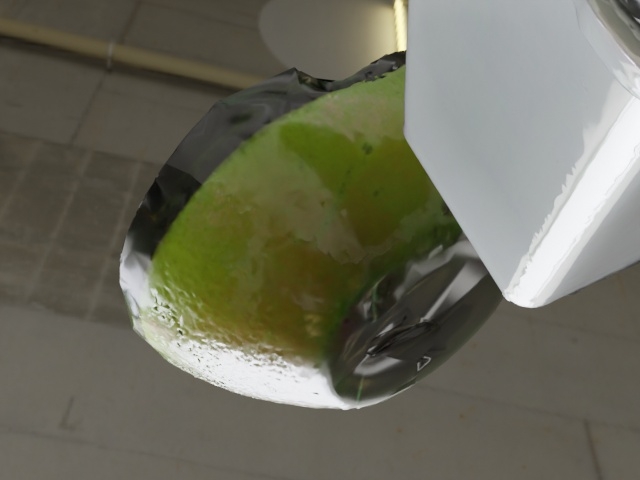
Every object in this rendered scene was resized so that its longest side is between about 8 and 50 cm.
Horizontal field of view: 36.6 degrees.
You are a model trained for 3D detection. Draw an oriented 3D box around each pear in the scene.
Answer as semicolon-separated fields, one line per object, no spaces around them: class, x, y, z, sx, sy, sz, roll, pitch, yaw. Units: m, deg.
pear;0.036;0.026;0.882;0.399;0.399;0.165;-14;-132;-36

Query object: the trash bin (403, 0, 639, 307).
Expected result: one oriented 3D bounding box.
trash bin;0.182;-0.111;0.516;0.256;0.367;0.296;-25;-113;-14
